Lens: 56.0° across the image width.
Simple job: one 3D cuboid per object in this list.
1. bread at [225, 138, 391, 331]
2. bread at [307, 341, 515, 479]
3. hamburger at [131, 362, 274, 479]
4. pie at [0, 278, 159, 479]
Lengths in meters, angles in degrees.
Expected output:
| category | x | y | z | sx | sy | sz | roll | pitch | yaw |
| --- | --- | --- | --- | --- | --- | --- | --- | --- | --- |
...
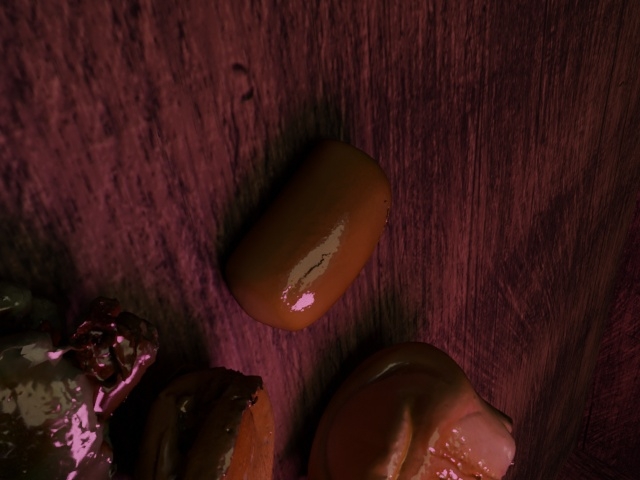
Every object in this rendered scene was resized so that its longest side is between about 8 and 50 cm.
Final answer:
| category | x | y | z | sx | sy | sz | roll | pitch | yaw |
| --- | --- | --- | --- | --- | --- | --- | --- | --- | --- |
| bread | 0.000 | 0.000 | 0.651 | 0.217 | 0.098 | 0.147 | -58 | 140 | -14 |
| bread | 0.110 | 0.316 | 0.883 | 0.270 | 0.211 | 0.315 | 41 | 68 | -29 |
| hamburger | -0.105 | 0.219 | 0.569 | 0.214 | 0.108 | 0.213 | 8 | 90 | -87 |
| pie | -0.259 | 0.159 | 0.419 | 0.257 | 0.105 | 0.274 | 6 | 104 | -39 |
